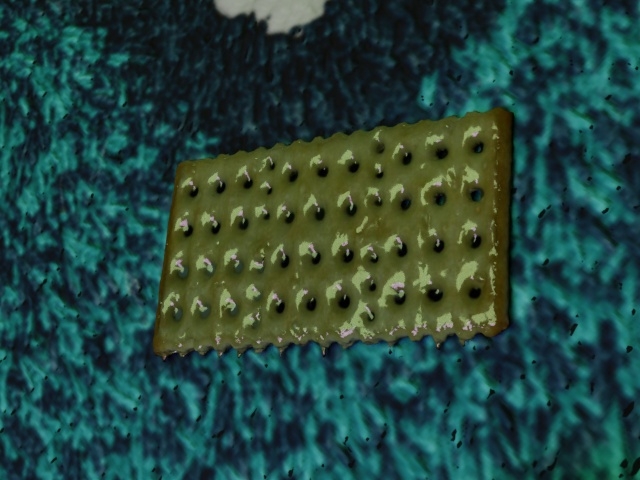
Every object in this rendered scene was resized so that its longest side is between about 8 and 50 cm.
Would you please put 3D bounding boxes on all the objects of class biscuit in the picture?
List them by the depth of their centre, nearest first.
[{"bbox_3d":[0.000,0.000,0.540,0.231,0.016,0.139,-6,69,28],"label":"biscuit"}]
